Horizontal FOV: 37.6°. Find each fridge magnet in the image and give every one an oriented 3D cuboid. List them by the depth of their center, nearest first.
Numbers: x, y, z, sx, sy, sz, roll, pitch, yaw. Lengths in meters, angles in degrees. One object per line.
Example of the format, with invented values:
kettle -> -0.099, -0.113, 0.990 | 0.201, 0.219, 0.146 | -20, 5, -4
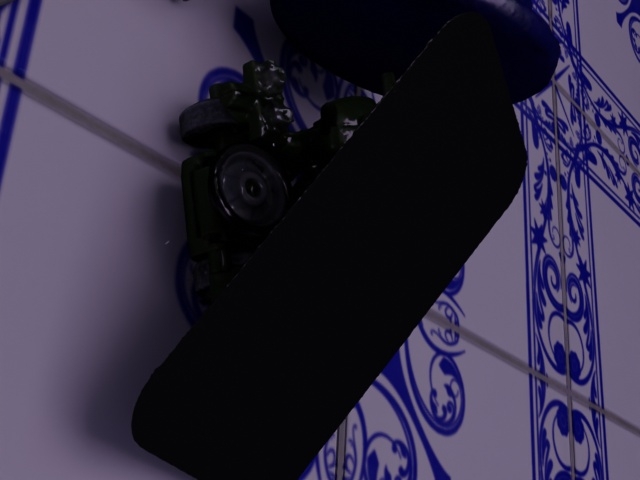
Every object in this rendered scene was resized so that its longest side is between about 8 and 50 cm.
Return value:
fridge magnet -> 0.084, -0.193, 0.849 | 0.265, 0.265, 0.112 | 24, 77, -47

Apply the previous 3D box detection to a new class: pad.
pad -> 0.000, 0.000, 0.683 | 0.375, 0.063, 0.315 | -51, 147, -11

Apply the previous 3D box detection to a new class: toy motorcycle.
toy motorcycle -> -0.012, -0.037, 0.779 | 0.275, 0.127, 0.205 | 8, 69, -49

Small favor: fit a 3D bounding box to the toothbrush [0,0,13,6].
toothbrush -> -0.240, -0.126, 0.556 | 0.029, 0.025, 0.307 | 57, 31, -13
